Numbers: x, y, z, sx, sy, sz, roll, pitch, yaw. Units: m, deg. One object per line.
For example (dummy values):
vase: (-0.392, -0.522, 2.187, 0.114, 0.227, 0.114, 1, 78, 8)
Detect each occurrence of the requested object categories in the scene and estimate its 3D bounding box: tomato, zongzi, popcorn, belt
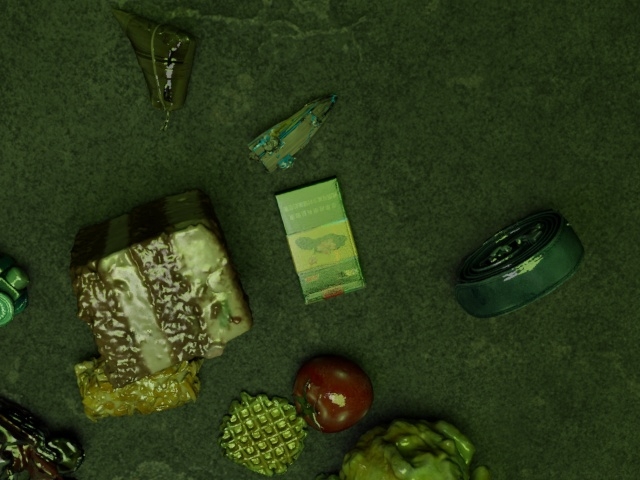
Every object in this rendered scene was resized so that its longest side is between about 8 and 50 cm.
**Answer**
tomato: (0.028, 0.306, 1.910, 0.167, 0.167, 0.167, -1, 103, -5)
zongzi: (-0.329, -0.324, 1.778, 0.178, 0.081, 0.189, 21, 115, 11)
popcorn: (0.174, 0.492, 1.896, 0.335, 0.279, 0.274, 15, 141, -10)
belt: (0.384, 0.054, 1.854, 0.267, 0.206, 0.116, -33, 104, 12)

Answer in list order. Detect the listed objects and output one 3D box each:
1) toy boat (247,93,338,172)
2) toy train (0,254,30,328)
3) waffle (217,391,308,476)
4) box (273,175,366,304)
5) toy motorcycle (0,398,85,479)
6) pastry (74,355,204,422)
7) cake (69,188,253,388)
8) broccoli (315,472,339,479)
toy boat: (-0.045, -0.211, 1.827, 0.210, 0.066, 0.084, -41, 137, -5)
toy train: (-0.702, 0.132, 1.811, 0.298, 0.120, 0.194, -44, 98, 5)
waffle: (-0.118, 0.401, 1.970, 0.183, 0.036, 0.169, 24, 97, -12)
box: (0.000, 0.000, 1.890, 0.132, 0.034, 0.235, -17, 104, -2)
toy motorcycle: (-0.578, 0.457, 1.887, 0.401, 0.134, 0.207, 30, 99, -10)
pastry: (-0.353, 0.273, 1.878, 0.249, 0.102, 0.154, -11, 113, -5)
cake: (-0.297, 0.079, 1.762, 0.290, 0.282, 0.256, -19, 111, -5)
broccoli: (0.027, 0.642, 2.001, 0.164, 0.145, 0.304, -4, 91, -9)
